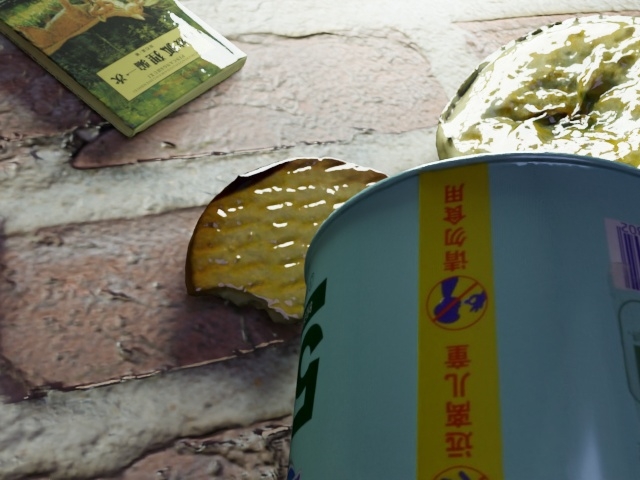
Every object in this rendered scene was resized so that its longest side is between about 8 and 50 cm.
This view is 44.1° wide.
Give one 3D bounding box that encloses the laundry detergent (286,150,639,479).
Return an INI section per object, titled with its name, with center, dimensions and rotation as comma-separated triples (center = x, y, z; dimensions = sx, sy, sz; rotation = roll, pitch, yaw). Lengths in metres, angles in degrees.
[laundry detergent]
center = 0.118, 0.152, 0.472
dimensions = 0.287, 0.287, 0.305
rotation = 11, 56, -8

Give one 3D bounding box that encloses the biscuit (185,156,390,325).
[biscuit]
center = 0.000, 0.001, 0.692
dimensions = 0.228, 0.031, 0.176
rotation = 7, 58, -12

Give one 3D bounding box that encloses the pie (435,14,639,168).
[pie]
center = 0.235, -0.122, 0.733
dimensions = 0.274, 0.055, 0.274
rotation = -18, 39, 15

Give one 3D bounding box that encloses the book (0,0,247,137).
[book]
center = -0.208, -0.208, 0.774
dimensions = 0.228, 0.024, 0.160
rotation = 39, 55, 12
